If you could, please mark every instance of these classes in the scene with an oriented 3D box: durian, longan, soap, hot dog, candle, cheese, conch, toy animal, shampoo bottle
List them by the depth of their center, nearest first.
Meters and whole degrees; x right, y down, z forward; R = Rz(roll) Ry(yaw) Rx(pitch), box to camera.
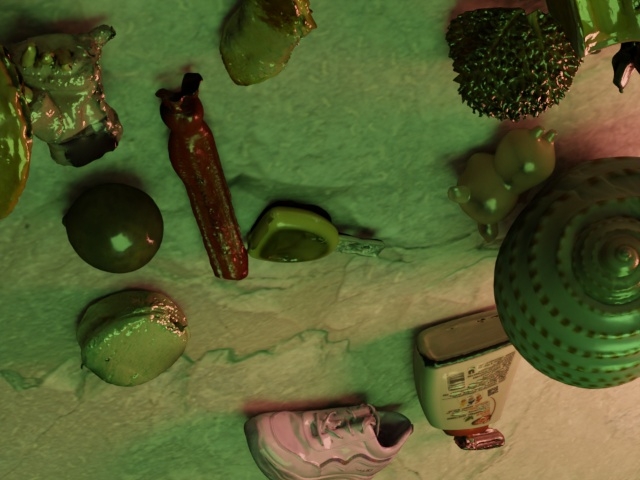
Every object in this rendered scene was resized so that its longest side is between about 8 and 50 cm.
[{"bbox_3d":[0.228,-0.290,1.520,0.076,0.135,0.233,-20,119,3],"label":"soap"},{"bbox_3d":[-0.048,-0.212,1.625,0.078,0.061,0.169,33,148,-10],"label":"hot dog"},{"bbox_3d":[0.197,-0.166,1.720,0.148,0.091,0.188,6,160,14],"label":"durian"},{"bbox_3d":[-0.223,-0.013,1.785,0.119,0.106,0.106,7,159,38],"label":"longan"},{"bbox_3d":[-0.125,-0.059,1.802,0.051,0.048,0.329,22,150,23],"label":"candle"},{"bbox_3d":[0.207,-0.075,1.886,0.150,0.083,0.089,-50,178,22],"label":"toy animal"},{"bbox_3d":[0.316,0.020,1.925,0.215,0.319,0.303,41,77,-13],"label":"conch"},{"bbox_3d":[0.000,-0.001,1.932,0.162,0.036,0.086,8,137,-29],"label":"cheese"},{"bbox_3d":[0.201,0.201,2.241,0.153,0.071,0.284,-16,145,-7],"label":"shampoo bottle"}]

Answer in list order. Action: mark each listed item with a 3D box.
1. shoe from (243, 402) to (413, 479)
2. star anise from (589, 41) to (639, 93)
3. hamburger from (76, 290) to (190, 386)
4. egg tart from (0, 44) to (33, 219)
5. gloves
[{"bbox_3d":[0.012,0.263,2.227,0.245,0.095,0.137,21,125,-44],"label":"shoe"},{"bbox_3d":[0.358,-0.250,1.701,0.282,0.129,0.212,-30,121,12],"label":"star anise"},{"bbox_3d":[-0.219,0.117,1.971,0.133,0.062,0.140,-22,140,4],"label":"hamburger"},{"bbox_3d":[-0.347,-0.124,1.534,0.106,0.241,0.241,-42,170,-51],"label":"egg tart"},{"bbox_3d":[-0.247,-0.141,1.611,0.110,0.094,0.144,-11,126,-16],"label":"gloves"}]
